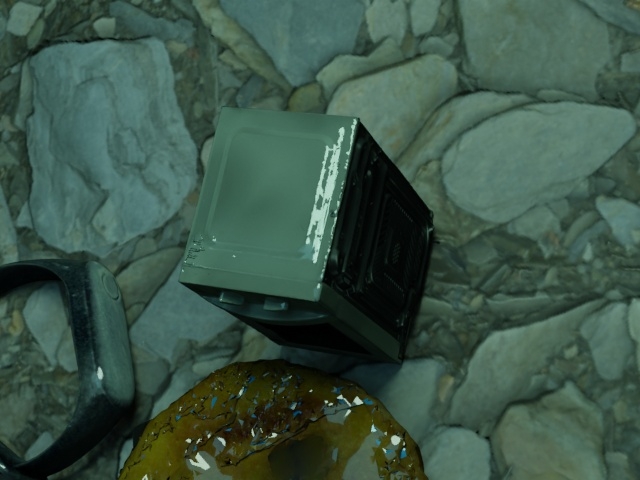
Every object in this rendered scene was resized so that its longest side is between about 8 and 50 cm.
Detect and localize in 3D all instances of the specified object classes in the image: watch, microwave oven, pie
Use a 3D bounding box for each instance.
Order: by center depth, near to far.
[{"bbox_3d":[0.000,0.000,1.018,0.123,0.208,0.162,8,75,23],"label":"microwave oven"},{"bbox_3d":[-0.042,0.214,1.029,0.274,0.069,0.273,-4,76,15],"label":"pie"},{"bbox_3d":[-0.260,0.117,1.157,0.193,0.068,0.206,-23,62,15],"label":"watch"}]

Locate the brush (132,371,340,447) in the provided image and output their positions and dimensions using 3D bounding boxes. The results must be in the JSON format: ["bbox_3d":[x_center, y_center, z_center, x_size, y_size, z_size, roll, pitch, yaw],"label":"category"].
[{"bbox_3d":[-0.070,0.154,1.099,0.193,0.016,0.062,-23,66,12],"label":"brush"}]
